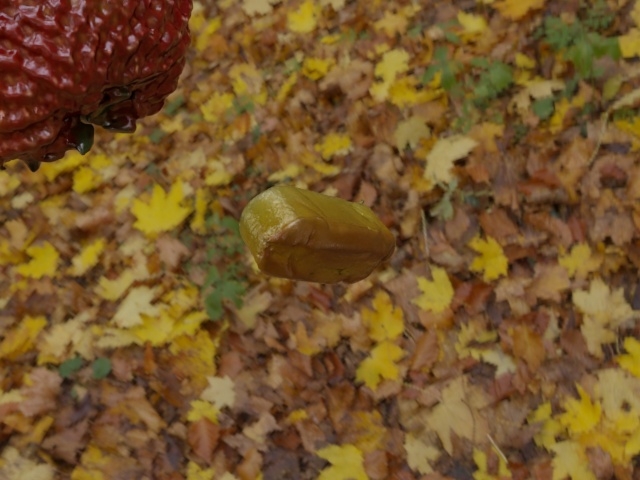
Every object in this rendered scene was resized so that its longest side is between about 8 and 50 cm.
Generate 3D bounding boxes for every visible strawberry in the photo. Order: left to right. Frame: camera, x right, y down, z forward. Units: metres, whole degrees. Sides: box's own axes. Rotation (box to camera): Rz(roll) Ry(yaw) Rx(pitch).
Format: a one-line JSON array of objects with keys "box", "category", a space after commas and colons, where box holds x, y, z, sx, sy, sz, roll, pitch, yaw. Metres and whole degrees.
[{"box": [-0.288, -0.268, 1.063, 0.312, 0.351, 0.267, -28, 38, -27], "category": "strawberry"}]

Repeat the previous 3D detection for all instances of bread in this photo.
[{"box": [0.000, 0.000, 1.312, 0.102, 0.245, 0.094, -50, 59, 20], "category": "bread"}]
